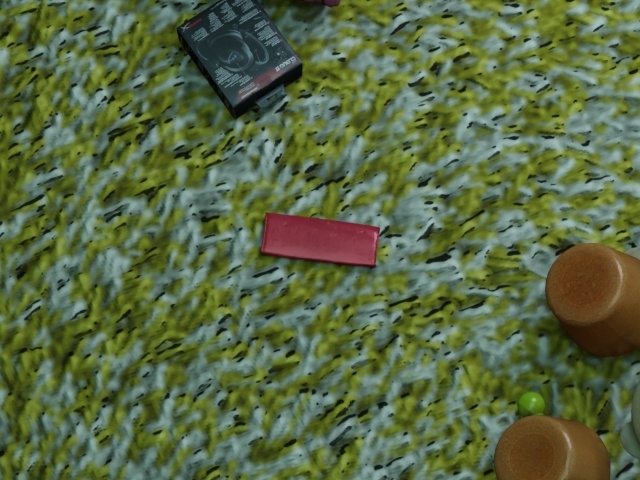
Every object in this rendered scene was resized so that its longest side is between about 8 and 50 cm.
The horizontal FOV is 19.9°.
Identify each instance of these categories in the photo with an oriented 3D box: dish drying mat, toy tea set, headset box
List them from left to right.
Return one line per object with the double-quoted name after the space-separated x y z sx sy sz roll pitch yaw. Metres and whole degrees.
-0.056 -0.134 1.330 0.062 0.032 0.083 -34 79 -8 "headset box"
0.000 0.000 1.310 0.083 0.008 0.032 7 75 3 "dish drying mat"
0.212 0.167 1.235 0.200 0.124 0.336 10 78 33 "toy tea set"

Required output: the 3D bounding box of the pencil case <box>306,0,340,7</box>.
-0.063 -0.246 1.333 0.209 0.095 0.098 24 36 4 "pencil case"
